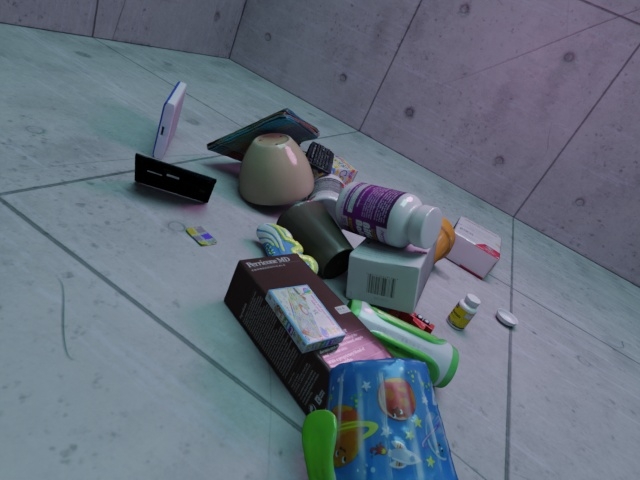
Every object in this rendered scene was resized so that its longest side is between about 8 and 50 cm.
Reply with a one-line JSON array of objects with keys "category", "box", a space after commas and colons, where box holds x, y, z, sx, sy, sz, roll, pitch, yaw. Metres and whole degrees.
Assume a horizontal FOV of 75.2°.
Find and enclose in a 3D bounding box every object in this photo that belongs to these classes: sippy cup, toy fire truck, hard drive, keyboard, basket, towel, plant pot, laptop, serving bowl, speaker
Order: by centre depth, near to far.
[{"category": "sippy cup", "box": [0.102, 0.313, 0.677, 0.240, 0.305, 0.224, -3, 67, 3]}, {"category": "speaker", "box": [0.191, 0.260, 1.055, 0.297, 0.131, 0.131, 26, 27, -1]}, {"category": "towel", "box": [-0.344, -0.014, 1.203, 0.083, 0.009, 0.060, 40, 29, 26]}, {"category": "toy fire truck", "box": [0.268, 0.264, 1.204, 0.192, 0.047, 0.135, 33, 29, 16]}, {"category": "laptop", "box": [-0.456, -0.223, 1.334, 0.234, 0.264, 0.136, 16, 65, -18]}, {"category": "basket", "box": [0.000, 0.000, 1.335, 0.204, 0.154, 0.227, -8, 46, -41]}, {"category": "plant pot", "box": [-0.166, -0.279, 1.518, 0.284, 0.190, 0.284, -1, 34, 1]}, {"category": "serving bowl", "box": [0.691, 0.291, 1.549, 0.083, 0.027, 0.083, 20, 28, -11]}, {"category": "hard drive", "box": [-0.571, -0.465, 1.584, 0.040, 0.210, 0.318, 16, 29, -19]}, {"category": "plant pot", "box": [0.398, 0.021, 1.614, 0.205, 0.205, 0.188, 32, 43, 10]}, {"category": "towel", "box": [-0.216, -0.389, 1.616, 0.271, 0.370, 0.040, 7, 69, -63]}, {"category": "keyboard", "box": [-0.037, -0.374, 1.778, 0.202, 0.033, 0.317, 21, 26, -7]}]

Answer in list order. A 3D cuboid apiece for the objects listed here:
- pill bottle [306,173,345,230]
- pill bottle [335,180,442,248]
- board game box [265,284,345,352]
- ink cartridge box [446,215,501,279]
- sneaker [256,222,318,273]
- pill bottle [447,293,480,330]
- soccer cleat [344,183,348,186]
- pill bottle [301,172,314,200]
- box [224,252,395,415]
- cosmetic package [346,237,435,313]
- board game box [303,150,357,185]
[{"category": "pill bottle", "box": [0.028, -0.148, 1.601, 0.161, 0.161, 0.283, 22, 27, -8]}, {"category": "pill bottle", "box": [0.206, -0.074, 1.271, 0.302, 0.169, 0.169, 20, 18, 39]}, {"category": "board game box", "box": [-0.032, 0.156, 0.857, 0.103, 0.026, 0.154, -3, 38, -40]}, {"category": "ink cartridge box", "box": [0.699, 0.024, 1.919, 0.226, 0.131, 0.306, 33, 26, 13]}, {"category": "sneaker", "box": [-0.120, 0.036, 1.222, 0.240, 0.091, 0.126, 36, 29, 17]}, {"category": "pill bottle", "box": [0.471, 0.232, 1.361, 0.065, 0.116, 0.065, 21, 27, -11]}, {"category": "soccer cleat", "box": [0.170, -0.135, 1.752, 0.331, 0.116, 0.143, 31, 27, 9]}, {"category": "pill bottle", "box": [-0.071, -0.228, 1.701, 0.067, 0.120, 0.067, 20, 28, -11]}, {"category": "box", "box": [-0.036, 0.199, 0.955, 0.191, 0.143, 0.381, -7, 40, -46]}, {"category": "cosmetic package", "box": [0.246, 0.068, 1.353, 0.217, 0.156, 0.385, 11, 23, 18]}, {"category": "board game box", "box": [0.008, -0.301, 1.877, 0.275, 0.142, 0.144, -3, 39, -44]}]
